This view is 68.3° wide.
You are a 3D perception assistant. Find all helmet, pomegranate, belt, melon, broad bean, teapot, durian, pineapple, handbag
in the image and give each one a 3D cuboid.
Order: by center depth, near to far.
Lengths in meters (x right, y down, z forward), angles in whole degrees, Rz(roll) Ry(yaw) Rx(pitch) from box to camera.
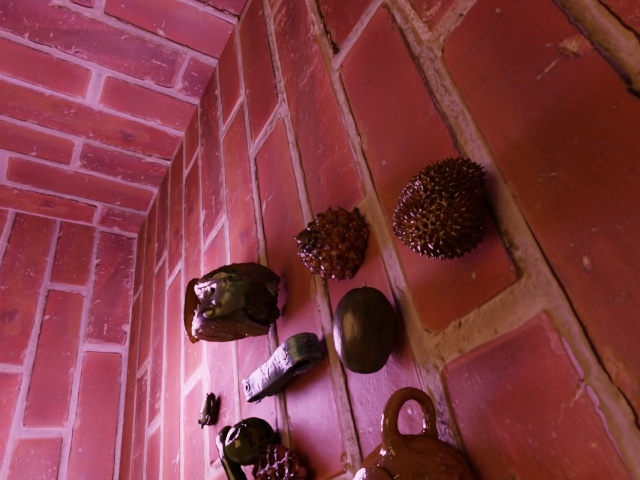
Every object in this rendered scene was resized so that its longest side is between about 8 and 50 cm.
[{"bbox_3d":[0.112,0.369,0.671,0.203,0.167,0.311,-14,66,57],"label":"teapot"},{"bbox_3d":[0.189,-0.045,0.745,0.168,0.137,0.158,-32,31,40],"label":"durian"},{"bbox_3d":[0.080,0.157,0.861,0.114,0.114,0.167,-20,65,55],"label":"melon"},{"bbox_3d":[0.002,0.002,1.027,0.176,0.137,0.161,-49,41,38],"label":"pineapple"},{"bbox_3d":[-0.095,0.311,1.126,0.302,0.087,0.072,-48,53,41],"label":"belt"},{"bbox_3d":[-0.163,0.505,1.142,0.122,0.122,0.161,-23,86,54],"label":"pomegranate"},{"bbox_3d":[-0.220,0.569,1.207,0.292,0.049,0.144,49,163,53],"label":"broad bean"},{"bbox_3d":[-0.332,0.221,1.483,0.257,0.140,0.205,103,169,-72],"label":"helmet"},{"bbox_3d":[-0.359,0.537,1.508,0.072,0.047,0.111,13,92,59],"label":"handbag"}]

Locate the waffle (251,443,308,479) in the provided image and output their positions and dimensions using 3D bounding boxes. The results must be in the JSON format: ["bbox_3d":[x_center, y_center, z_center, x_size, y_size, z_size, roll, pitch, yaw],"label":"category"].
[{"bbox_3d":[-0.082,0.567,1.021,0.221,0.056,0.234,17,98,51],"label":"waffle"}]

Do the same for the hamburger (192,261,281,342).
[{"bbox_3d":[-0.243,0.163,1.265,0.288,0.192,0.167,-16,55,23],"label":"hamburger"}]
